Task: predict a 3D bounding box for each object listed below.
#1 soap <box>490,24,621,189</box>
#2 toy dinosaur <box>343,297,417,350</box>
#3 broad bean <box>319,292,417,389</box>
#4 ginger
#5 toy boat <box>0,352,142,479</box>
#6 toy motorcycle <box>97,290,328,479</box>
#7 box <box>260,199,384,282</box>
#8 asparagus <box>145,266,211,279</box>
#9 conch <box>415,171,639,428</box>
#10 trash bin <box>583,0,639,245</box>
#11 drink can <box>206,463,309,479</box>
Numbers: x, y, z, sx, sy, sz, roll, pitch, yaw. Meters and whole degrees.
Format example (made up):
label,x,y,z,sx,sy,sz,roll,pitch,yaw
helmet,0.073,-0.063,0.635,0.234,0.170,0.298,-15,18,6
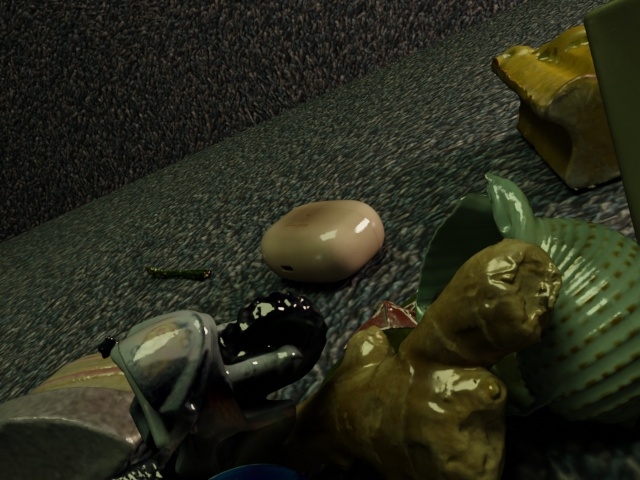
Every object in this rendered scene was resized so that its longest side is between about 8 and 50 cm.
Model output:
label,x,y,z,sx,sy,sz,roll,pitch,yaw
soap,0.428,-0.241,0.810,0.304,0.169,0.339,-21,23,14
toy dinosaur,0.124,0.075,0.551,0.220,0.032,0.108,-12,41,-17
broad bean,0.072,0.105,0.581,0.254,0.047,0.065,-36,36,-26
ginger,0.046,0.128,0.431,0.081,0.148,0.333,-1,-26,-47
toy boat,-0.282,0.198,0.705,0.275,0.111,0.293,-9,16,21
toy motorcycle,-0.106,0.145,0.428,0.106,0.159,0.271,45,107,40
box,0.000,0.000,0.848,0.146,0.088,0.200,-41,27,-31
asparagus,-0.283,0.063,1.123,0.232,0.022,0.023,0,77,45
conch,0.179,0.051,0.454,0.172,0.131,0.200,-40,48,39
trash bin,0.299,-0.071,0.398,0.121,0.248,0.243,-20,8,-1
drink can,-0.025,0.226,0.315,0.118,0.118,0.205,-29,20,-8
